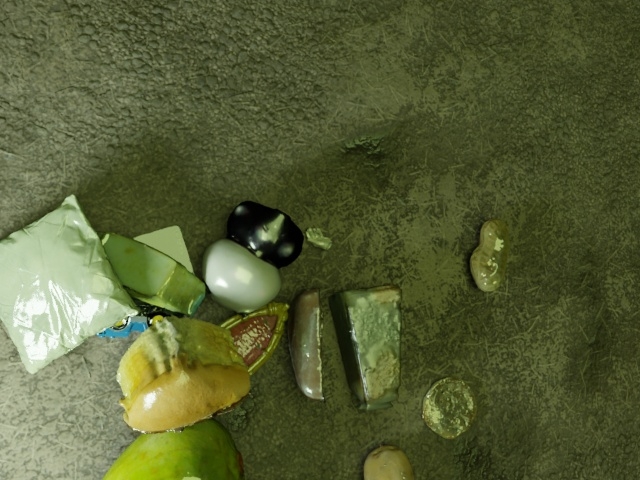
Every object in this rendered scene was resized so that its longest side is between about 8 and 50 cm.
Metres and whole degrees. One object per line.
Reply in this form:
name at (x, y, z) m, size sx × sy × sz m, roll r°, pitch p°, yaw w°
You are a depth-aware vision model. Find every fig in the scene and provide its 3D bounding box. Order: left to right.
fig at (-0.311, 0.506, 1.405) m, size 0.326 × 0.258 × 0.258 m, roll -28°, pitch 94°, yaw -1°

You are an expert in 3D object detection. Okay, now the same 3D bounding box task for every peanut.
peanut at (0.433, 0.036, 1.772) m, size 0.093 × 0.083 × 0.194 m, roll 6°, pitch 76°, yaw 18°

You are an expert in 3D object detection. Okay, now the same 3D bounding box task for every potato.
potato at (0.164, 0.568, 1.618) m, size 0.109 × 0.118 × 0.178 m, roll 12°, pitch 63°, yaw -51°

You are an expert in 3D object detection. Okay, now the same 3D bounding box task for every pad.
pad at (-0.347, 0.053, 1.555) m, size 0.112 × 0.003 × 0.157 m, roll -18°, pitch 90°, yaw -19°

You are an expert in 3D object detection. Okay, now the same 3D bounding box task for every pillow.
pillow at (-0.541, 0.090, 1.392) m, size 0.280 × 0.076 × 0.275 m, roll -29°, pitch 86°, yaw 10°

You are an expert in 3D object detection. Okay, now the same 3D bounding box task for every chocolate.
chocolate at (-0.033, 0.234, 1.572) m, size 0.083 × 0.161 × 0.262 m, roll -3°, pitch 81°, yaw 1°

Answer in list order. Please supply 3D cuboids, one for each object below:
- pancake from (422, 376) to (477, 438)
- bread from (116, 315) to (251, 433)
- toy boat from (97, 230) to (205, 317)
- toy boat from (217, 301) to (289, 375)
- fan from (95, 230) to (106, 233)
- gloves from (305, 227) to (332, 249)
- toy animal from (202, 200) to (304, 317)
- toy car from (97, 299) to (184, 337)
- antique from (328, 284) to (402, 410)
pancake at (0.320, 0.415, 1.726) m, size 0.151 × 0.025 × 0.152 m, roll 2°, pitch 85°, yaw -19°
bread at (-0.279, 0.266, 1.379) m, size 0.261 × 0.163 × 0.204 m, roll -21°, pitch 48°, yaw -13°
toy boat at (-0.375, 0.064, 1.450) m, size 0.276 × 0.084 × 0.111 m, roll 26°, pitch 73°, yaw 8°
toy boat at (-0.196, 0.248, 1.539) m, size 0.318 × 0.099 × 0.141 m, roll -40°, pitch 100°, yaw -20°
fan at (-0.449, 0.059, 1.516) m, size 0.226 × 0.008 × 0.153 m, roll 14°, pitch 80°, yaw -15°
gloves at (-0.002, 0.001, 1.653) m, size 0.081 × 0.037 × 0.044 m, roll 45°, pitch 36°, yaw 6°
toy animal at (-0.158, 0.044, 1.534) m, size 0.187 × 0.165 × 0.235 m, roll 31°, pitch 79°, yaw -7°
toy car at (-0.388, 0.178, 1.475) m, size 0.191 × 0.097 × 0.100 m, roll 4°, pitch 105°, yaw -10°
antique at (0.117, 0.250, 1.624) m, size 0.150 × 0.125 × 0.284 m, roll -4°, pitch 86°, yaw -17°
